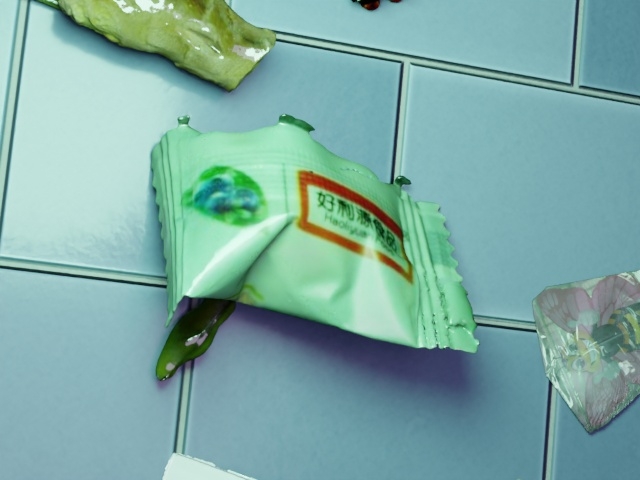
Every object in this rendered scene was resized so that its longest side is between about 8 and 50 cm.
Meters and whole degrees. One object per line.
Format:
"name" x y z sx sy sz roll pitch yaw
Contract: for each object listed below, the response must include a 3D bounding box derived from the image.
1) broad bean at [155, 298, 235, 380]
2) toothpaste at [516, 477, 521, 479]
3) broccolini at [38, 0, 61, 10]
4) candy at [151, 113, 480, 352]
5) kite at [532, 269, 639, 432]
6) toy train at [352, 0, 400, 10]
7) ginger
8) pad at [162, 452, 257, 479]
"broad bean" -0.132 0.095 1.668 0.195 0.046 0.061 -34 82 -20
"toothpaste" 0.213 0.404 1.718 0.078 0.047 0.248 53 50 -3
"broccolini" -0.397 -0.310 1.630 0.218 0.042 0.044 21 79 -16
"candy" -0.002 0.004 1.651 0.397 0.172 0.263 14 54 -23
"kite" 0.459 0.109 1.869 0.360 0.022 0.204 -22 91 -15
"toy train" 0.093 -0.358 1.785 0.138 0.050 0.087 -22 88 -19
"ginger" -0.187 -0.277 1.657 0.263 0.109 0.116 24 42 -15
"pad" -0.098 0.361 1.626 0.232 0.004 0.156 18 77 9
